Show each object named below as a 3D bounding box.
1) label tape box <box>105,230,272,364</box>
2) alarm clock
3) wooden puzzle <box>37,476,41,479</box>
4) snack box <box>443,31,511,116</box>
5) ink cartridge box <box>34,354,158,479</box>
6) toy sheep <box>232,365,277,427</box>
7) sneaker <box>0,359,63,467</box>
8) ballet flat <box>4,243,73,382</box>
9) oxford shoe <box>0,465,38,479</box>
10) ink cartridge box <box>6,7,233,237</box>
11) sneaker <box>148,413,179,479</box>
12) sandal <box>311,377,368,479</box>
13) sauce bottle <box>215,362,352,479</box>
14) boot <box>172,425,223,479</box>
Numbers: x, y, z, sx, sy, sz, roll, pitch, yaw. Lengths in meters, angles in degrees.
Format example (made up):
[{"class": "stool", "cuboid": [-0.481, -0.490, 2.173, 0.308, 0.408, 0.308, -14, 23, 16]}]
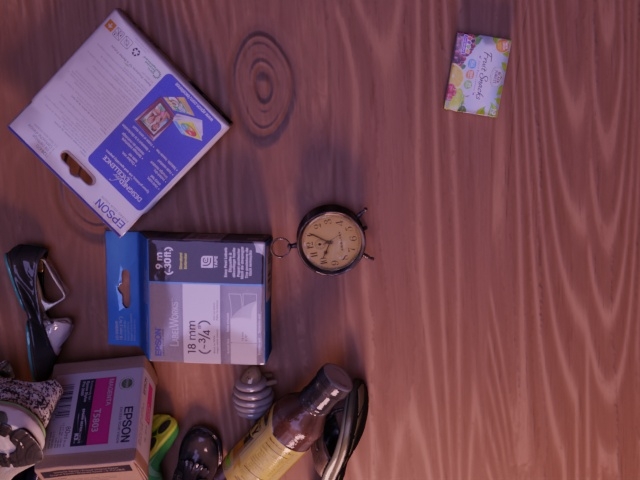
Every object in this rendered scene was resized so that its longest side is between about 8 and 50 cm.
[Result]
[{"class": "label tape box", "cuboid": [-0.263, 0.108, 1.764, 0.333, 0.106, 0.241, 1, 99, 4]}, {"class": "alarm clock", "cuboid": [0.000, 0.000, 1.734, 0.192, 0.064, 0.129, -9, 110, -3]}, {"class": "wooden puzzle", "cuboid": [-0.532, 0.594, 1.908, 0.220, 0.044, 0.239, 0, 95, 5]}, {"class": "snack box", "cuboid": [0.285, -0.303, 1.679, 0.100, 0.037, 0.141, 9, 101, 2]}, {"class": "ink cartridge box", "cuboid": [-0.423, 0.344, 1.753, 0.193, 0.235, 0.088, -7, 138, 5]}, {"class": "toy sheep", "cuboid": [-0.130, 0.306, 1.799, 0.091, 0.091, 0.132, 0, 105, 5]}, {"class": "sneaker", "cuboid": [-0.660, 0.304, 1.741, 0.410, 0.182, 0.158, 9, 127, 18]}, {"class": "ballet flat", "cuboid": [-0.543, 0.142, 1.803, 0.096, 0.095, 0.281, -11, 99, -5]}, {"class": "oxford shoe", "cuboid": [-0.668, 0.513, 1.827, 0.146, 0.140, 0.397, 42, 109, 15]}, {"class": "ink cartridge box", "cuboid": [-0.376, -0.219, 1.738, 0.307, 0.072, 0.303, -43, 95, 12]}, {"class": "sneaker", "cuboid": [-0.365, 0.482, 1.850, 0.123, 0.109, 0.296, 29, 90, -43]}, {"class": "sandal", "cuboid": [0.017, 0.408, 1.791, 0.086, 0.120, 0.303, 22, 102, 15]}, {"class": "sauce bottle", "cuboid": [-0.067, 0.368, 1.758, 0.111, 0.111, 0.344, 40, 112, -3]}, {"class": "boot", "cuboid": [-0.266, 0.512, 1.771, 0.091, 0.229, 0.263, 15, 101, 2]}]
